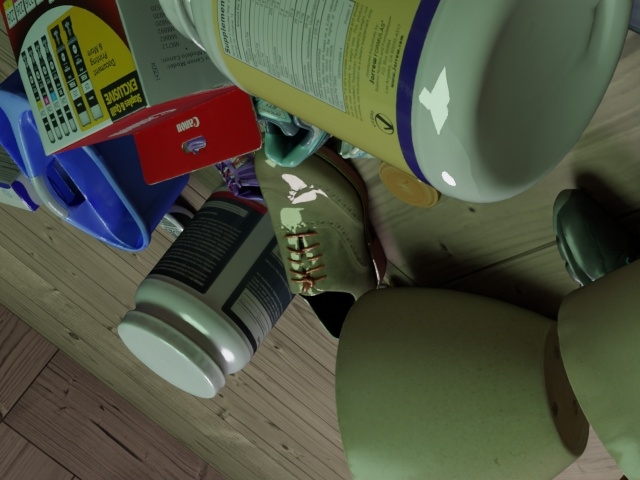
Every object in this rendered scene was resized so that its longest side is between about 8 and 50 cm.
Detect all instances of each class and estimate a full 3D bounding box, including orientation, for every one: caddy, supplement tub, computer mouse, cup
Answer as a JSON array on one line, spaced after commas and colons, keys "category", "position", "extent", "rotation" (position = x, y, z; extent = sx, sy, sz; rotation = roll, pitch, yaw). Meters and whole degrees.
[{"category": "caddy", "position": [-0.352, -0.122, 1.597], "extent": [0.241, 0.179, 0.341], "rotation": [18, 150, 35]}, {"category": "supplement tub", "position": [-0.144, 0.069, 1.559], "extent": [0.191, 0.272, 0.191], "rotation": [29, 154, 15]}, {"category": "supplement tub", "position": [0.049, -0.196, 0.861], "extent": [0.331, 0.241, 0.241], "rotation": [31, 157, 33]}, {"category": "computer mouse", "position": [-0.202, -0.007, 1.778], "extent": [0.106, 0.042, 0.193], "rotation": [12, 152, 49]}, {"category": "cup", "position": [0.201, 0.203, 1.375], "extent": [0.237, 0.331, 0.331], "rotation": [-13, 131, 29]}]

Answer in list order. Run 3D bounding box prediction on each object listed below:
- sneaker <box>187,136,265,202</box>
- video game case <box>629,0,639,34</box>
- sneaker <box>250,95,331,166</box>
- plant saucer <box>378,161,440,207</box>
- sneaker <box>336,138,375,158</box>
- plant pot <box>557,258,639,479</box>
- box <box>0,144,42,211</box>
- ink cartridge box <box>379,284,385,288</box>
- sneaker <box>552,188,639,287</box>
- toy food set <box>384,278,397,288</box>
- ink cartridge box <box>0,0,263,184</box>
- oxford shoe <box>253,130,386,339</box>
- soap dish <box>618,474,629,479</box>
[{"category": "sneaker", "position": [-0.114, -0.098, 1.468], "extent": [0.170, 0.071, 0.068], "rotation": [30, 155, 14]}, {"category": "video game case", "position": [0.297, -0.210, 0.809], "extent": [0.274, 0.026, 0.196], "rotation": [30, 155, 14]}, {"category": "sneaker", "position": [-0.020, -0.177, 1.148], "extent": [0.110, 0.122, 0.283], "rotation": [26, 154, 18]}, {"category": "plant saucer", "position": [0.106, -0.068, 1.312], "extent": [0.083, 0.013, 0.083], "rotation": [28, 154, 15]}, {"category": "sneaker", "position": [0.099, -0.134, 1.164], "extent": [0.083, 0.071, 0.191], "rotation": [14, 160, -27]}, {"category": "plant pot", "position": [0.393, 0.078, 0.932], "extent": [0.256, 0.256, 0.274], "rotation": [41, 123, -12]}, {"category": "box", "position": [-0.494, -0.129, 1.810], "extent": [0.126, 0.137, 0.072], "rotation": [15, 149, 37]}, {"category": "ink cartridge box", "position": [0.083, 0.119, 1.627], "extent": [0.088, 0.052, 0.122], "rotation": [7, 144, 46]}, {"category": "sneaker", "position": [0.346, 0.036, 1.132], "extent": [0.106, 0.101, 0.267], "rotation": [-29, 114, 39]}, {"category": "toy food set", "position": [0.112, 0.099, 1.543], "extent": [0.020, 0.083, 0.082], "rotation": [-23, 140, 10]}, {"category": "ink cartridge box", "position": [-0.222, -0.196, 1.220], "extent": [0.309, 0.130, 0.272], "rotation": [-11, 97, 57]}, {"category": "oxford shoe", "position": [0.000, 0.000, 1.401], "extent": [0.123, 0.130, 0.348], "rotation": [-3, 142, 27]}, {"category": "soap dish", "position": [0.452, 0.250, 1.140], "extent": [0.229, 0.291, 0.118], "rotation": [-8, 116, 56]}]
